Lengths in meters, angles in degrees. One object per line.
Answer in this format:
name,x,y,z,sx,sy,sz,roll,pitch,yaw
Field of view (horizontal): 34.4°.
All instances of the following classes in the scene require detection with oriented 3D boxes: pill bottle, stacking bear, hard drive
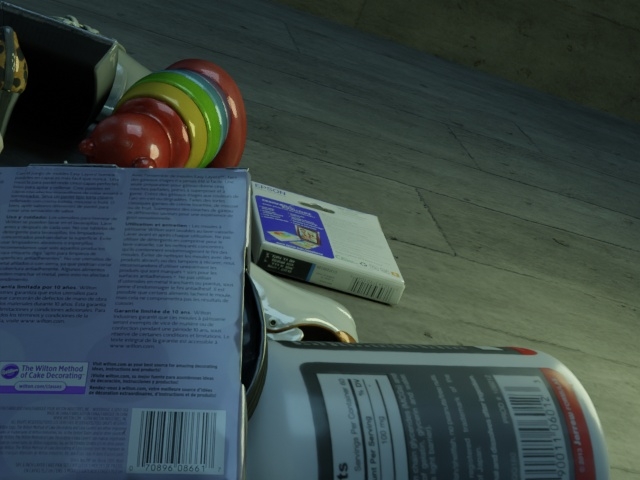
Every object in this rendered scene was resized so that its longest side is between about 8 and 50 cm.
pill bottle,0.018,0.182,0.799,0.363,0.210,0.210,4,27,-21
stacking bear,-0.224,-0.144,1.429,0.175,0.164,0.289,24,27,6
hard drive,-0.372,-0.224,1.412,0.172,0.054,0.255,18,-20,-13

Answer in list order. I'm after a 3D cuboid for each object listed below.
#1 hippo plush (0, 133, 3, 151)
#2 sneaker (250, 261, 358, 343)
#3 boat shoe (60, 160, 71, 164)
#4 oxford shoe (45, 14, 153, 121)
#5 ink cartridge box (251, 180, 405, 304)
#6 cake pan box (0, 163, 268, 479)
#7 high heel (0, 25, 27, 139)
hippo plush,-0.330,0.006,0.839,0.234,0.294,0.236,-30,60,-22
sneaker,-0.085,0.080,1.091,0.290,0.106,0.123,17,20,-16
boat shoe,-0.274,-0.024,1.144,0.091,0.114,0.302,14,5,-11
oxford shoe,-0.377,-0.277,1.618,0.449,0.130,0.169,15,22,-21
ink cartridge box,0.000,0.000,1.436,0.206,0.045,0.208,16,24,-15
cake pan box,-0.167,0.059,0.674,0.267,0.070,0.245,0,54,-3
high heel,-0.453,-0.225,1.343,0.093,0.186,0.261,-1,31,-41
